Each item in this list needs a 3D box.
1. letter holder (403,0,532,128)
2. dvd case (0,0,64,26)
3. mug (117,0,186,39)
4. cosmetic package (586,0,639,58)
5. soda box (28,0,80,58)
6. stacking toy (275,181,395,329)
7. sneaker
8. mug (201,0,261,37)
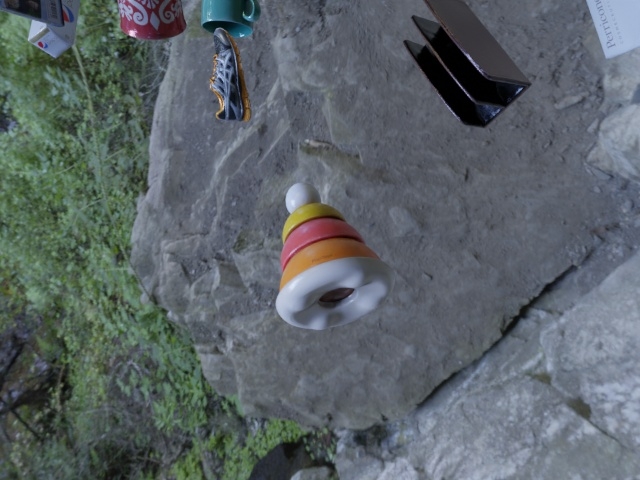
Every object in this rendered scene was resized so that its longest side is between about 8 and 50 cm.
[{"bbox_3d":[0.320,-0.439,1.125,0.152,0.215,0.301,-46,63,42],"label":"letter holder"},{"bbox_3d":[-0.570,-0.501,0.819,0.022,0.253,0.180,1,102,17],"label":"dvd case"},{"bbox_3d":[-0.304,-0.452,0.780,0.150,0.113,0.169,43,147,26],"label":"mug"},{"bbox_3d":[0.322,-0.240,0.362,0.086,0.231,0.117,-26,97,-7],"label":"cosmetic package"},{"bbox_3d":[-0.632,-0.550,1.111,0.074,0.215,0.069,-19,153,25],"label":"soda box"},{"bbox_3d":[0.000,0.000,1.440,0.351,0.479,0.350,-11,146,-8],"label":"stacking toy"},{"bbox_3d":[-0.221,-0.381,1.081,0.083,0.084,0.214,-14,99,-13],"label":"sneaker"},{"bbox_3d":[-0.221,-0.585,1.176,0.158,0.129,0.097,3,96,2],"label":"mug"}]
